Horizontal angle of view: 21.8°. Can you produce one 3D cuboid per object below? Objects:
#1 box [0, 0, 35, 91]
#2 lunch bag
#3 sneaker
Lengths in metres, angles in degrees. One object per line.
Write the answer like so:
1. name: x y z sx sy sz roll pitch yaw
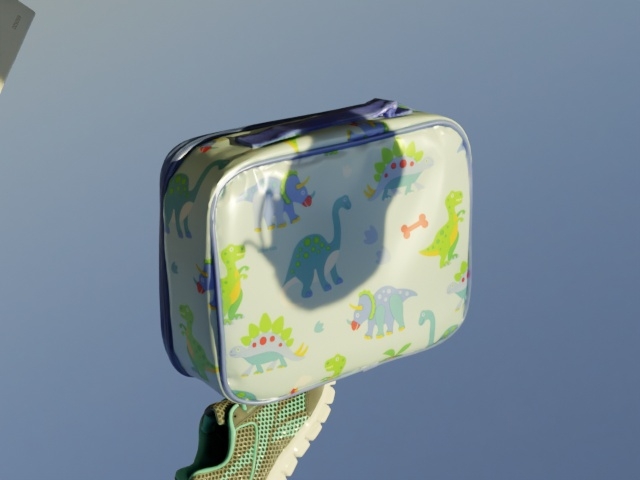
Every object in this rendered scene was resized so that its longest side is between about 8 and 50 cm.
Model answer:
1. box: -0.323 -0.127 1.159 0.119 0.181 0.182 -40 -154 36
2. lunch bag: 0.000 0.000 1.100 0.219 0.176 0.090 -16 -156 -33
3. sneaker: -0.047 0.129 1.175 0.065 0.076 0.166 -12 -137 46
